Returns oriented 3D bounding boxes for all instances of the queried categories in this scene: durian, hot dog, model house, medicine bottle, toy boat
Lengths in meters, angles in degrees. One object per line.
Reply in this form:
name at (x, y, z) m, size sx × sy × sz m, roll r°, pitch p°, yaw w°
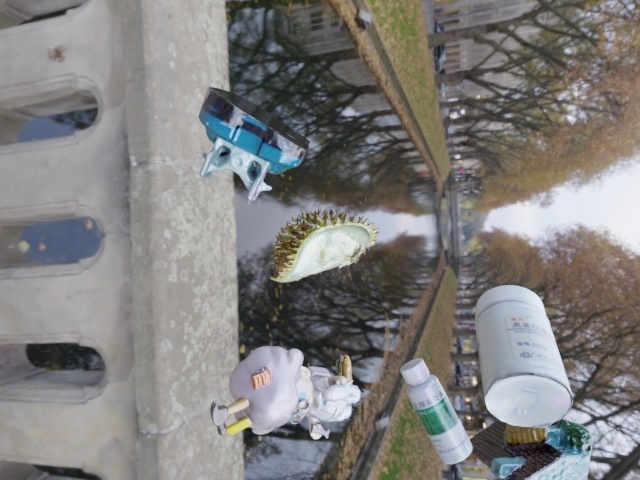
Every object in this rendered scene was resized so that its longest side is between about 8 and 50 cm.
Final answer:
durian at (0.000, 0.000, 0.971) m, size 0.144 × 0.251 × 0.139 m, roll -140°, pitch -143°, yaw -62°
hot dog at (0.067, 0.390, 1.298) m, size 0.056 × 0.041 × 0.133 m, roll -123°, pitch -152°, yaw -75°
model house at (0.544, 0.582, 1.248) m, size 0.280 × 0.248 × 0.230 m, roll 169°, pitch -67°, yaw -75°
medicine bottle at (0.503, 0.280, 1.150) m, size 0.332 × 0.189 × 0.190 m, roll -69°, pitch 151°, yaw -56°
medicine bottle at (0.297, 0.440, 1.173) m, size 0.260 × 0.095 × 0.095 m, roll 62°, pitch 17°, yaw 5°
toy boat at (-0.090, -0.126, 0.601) m, size 0.092 × 0.134 × 0.299 m, roll -60°, pitch -172°, yaw 12°

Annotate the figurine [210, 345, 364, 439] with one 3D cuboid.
figurine at (-0.044, 0.217, 0.645) m, size 0.138 × 0.228 × 0.112 m, roll -63°, pitch -152°, yaw 20°
